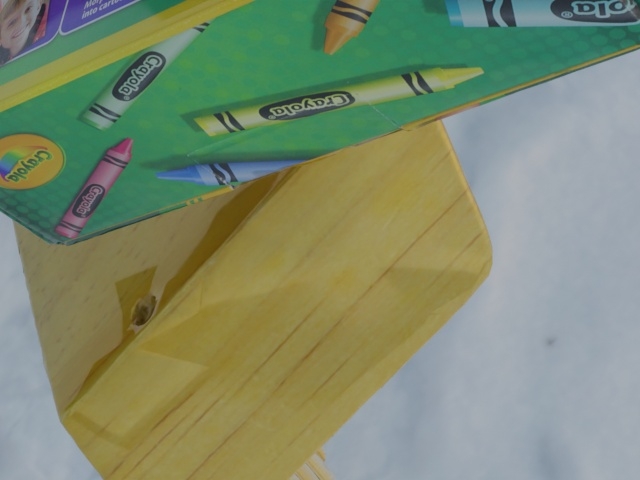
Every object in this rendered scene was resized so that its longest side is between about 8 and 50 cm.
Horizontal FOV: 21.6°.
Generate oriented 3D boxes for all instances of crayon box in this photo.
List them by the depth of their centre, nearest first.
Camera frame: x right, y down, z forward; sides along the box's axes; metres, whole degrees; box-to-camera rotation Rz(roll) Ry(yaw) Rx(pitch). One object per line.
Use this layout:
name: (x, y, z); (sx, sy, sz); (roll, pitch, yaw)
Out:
crayon box: (-0.012, -0.114, 0.588); (0.081, 0.278, 0.165); (36, 52, -36)

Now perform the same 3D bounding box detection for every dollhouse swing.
dollhouse swing: (0.000, 0.000, 0.921); (0.305, 0.315, 0.347); (35, 16, -32)
